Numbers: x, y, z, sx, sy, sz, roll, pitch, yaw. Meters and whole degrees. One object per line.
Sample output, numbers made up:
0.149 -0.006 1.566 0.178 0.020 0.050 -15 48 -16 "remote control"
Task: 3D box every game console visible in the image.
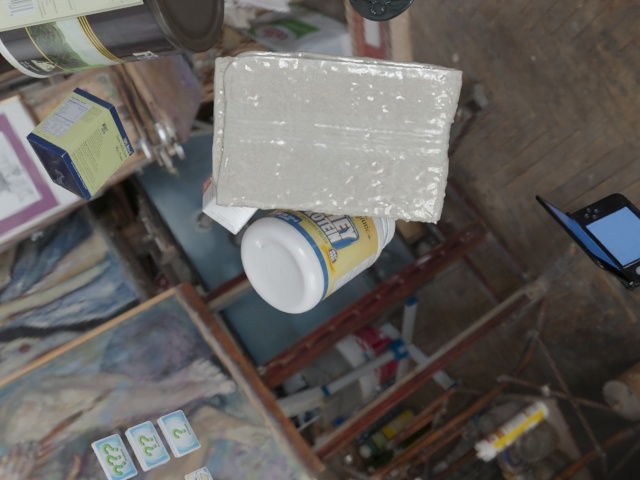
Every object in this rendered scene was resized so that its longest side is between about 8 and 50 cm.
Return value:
0.304 -0.013 0.880 0.071 0.107 0.122 69 174 -45 "game console"

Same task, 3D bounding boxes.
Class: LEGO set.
-0.239 0.401 1.365 0.060 0.182 0.244 -46 67 38 "LEGO set"

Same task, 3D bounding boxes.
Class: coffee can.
-0.303 -0.348 1.181 0.275 0.201 0.201 -3 118 22 "coffee can"

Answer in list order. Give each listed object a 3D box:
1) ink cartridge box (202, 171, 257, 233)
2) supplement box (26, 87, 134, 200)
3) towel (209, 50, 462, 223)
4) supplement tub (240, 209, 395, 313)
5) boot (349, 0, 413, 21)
-0.090 -0.090 1.076 0.056 0.135 0.099 36 -164 -21 "ink cartridge box"
-0.263 -0.106 0.927 0.056 0.083 0.083 27 154 21 "supplement box"
0.013 -0.119 0.972 0.049 0.282 0.187 -82 -3 -70 "towel"
0.000 0.000 1.203 0.144 0.199 0.144 25 132 32 "supplement tub"
0.078 -0.380 0.928 0.094 0.207 0.246 -4 110 18 "boot"
